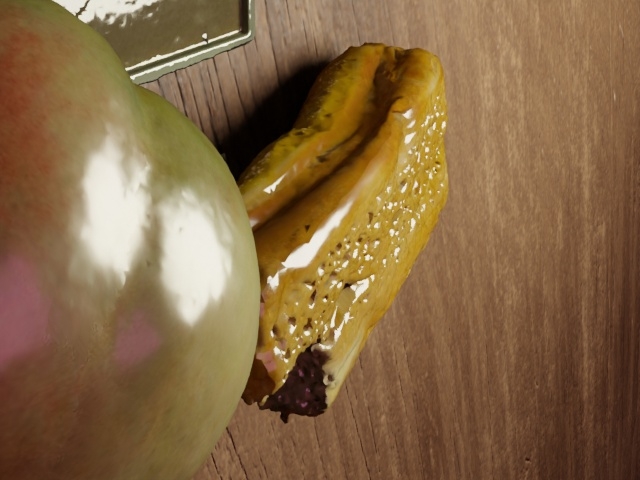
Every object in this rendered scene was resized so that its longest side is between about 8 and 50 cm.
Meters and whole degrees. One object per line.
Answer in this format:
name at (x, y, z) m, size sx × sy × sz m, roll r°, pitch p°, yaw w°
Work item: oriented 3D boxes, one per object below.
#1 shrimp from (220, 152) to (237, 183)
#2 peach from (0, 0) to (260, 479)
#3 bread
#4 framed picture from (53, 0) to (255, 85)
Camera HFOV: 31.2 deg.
shrimp at (-0.102, 0.021, 0.830) m, size 0.126 × 0.047 × 0.224 m, roll -28°, pitch 129°, yaw -36°
peach at (-0.164, 0.032, 0.542) m, size 0.292 × 0.247 × 0.292 m, roll 4°, pitch 90°, yaw -71°
bread at (0.000, 0.000, 0.841) m, size 0.380 × 0.109 × 0.185 m, roll -56°, pitch 150°, yaw -51°
framed picture at (-0.136, -0.189, 0.692) m, size 0.289 × 0.020 × 0.211 m, roll -32°, pitch 130°, yaw -47°
